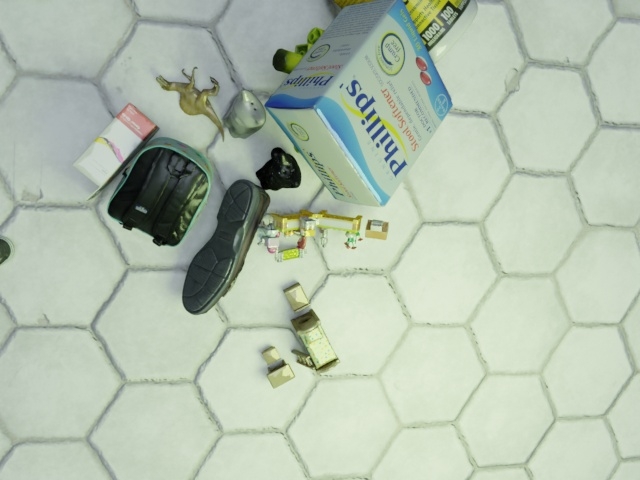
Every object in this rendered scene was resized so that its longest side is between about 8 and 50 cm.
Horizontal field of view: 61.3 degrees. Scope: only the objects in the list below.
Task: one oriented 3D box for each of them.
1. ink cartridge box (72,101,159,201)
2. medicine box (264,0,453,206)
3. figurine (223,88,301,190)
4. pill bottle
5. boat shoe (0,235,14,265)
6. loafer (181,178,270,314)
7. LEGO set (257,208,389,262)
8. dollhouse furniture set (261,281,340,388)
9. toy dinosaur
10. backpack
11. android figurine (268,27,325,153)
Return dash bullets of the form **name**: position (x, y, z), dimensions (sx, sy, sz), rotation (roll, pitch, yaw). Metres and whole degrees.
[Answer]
- **ink cartridge box**: position (-0.408, -0.171, 1.054), dimensions (0.067, 0.115, 0.198), rotation (42, 88, -15)
- **medicine box**: position (0.085, -0.258, 1.036), dimensions (0.289, 0.149, 0.263), rotation (-56, 130, -18)
- **figurine**: position (-0.110, -0.195, 1.064), dimensions (0.092, 0.209, 0.215), rotation (-32, 103, -6)
- **pill bottle**: position (0.135, -0.510, 1.080), dimensions (0.334, 0.188, 0.188), rotation (38, 89, -14)
- **boat shoe**: position (-0.709, 0.069, 1.046), dimensions (0.229, 0.076, 0.080), rotation (-29, 103, -7)
- **loafer**: position (-0.188, 0.022, 1.140), dimensions (0.109, 0.095, 0.302), rotation (27, 94, 30)
- **LEGO set**: position (0.000, 0.000, 1.166), dimensions (0.287, 0.132, 0.107), rotation (-1, 108, -19)
- **dollhouse furniture set**: position (-0.071, 0.216, 1.187), dimensions (0.161, 0.101, 0.182), rotation (-27, 103, -7)
- **toy dinosaur**: position (-0.245, -0.292, 1.113), dimensions (0.183, 0.053, 0.092), rotation (39, 104, -7)
- **backpack**: position (-0.301, -0.106, 1.065), dimensions (0.166, 0.144, 0.188), rotation (30, 114, -12)
- **android figurine**: position (0.014, -0.294, 1.101), dimensions (0.273, 0.056, 0.248), rotation (-1, 101, -44)
